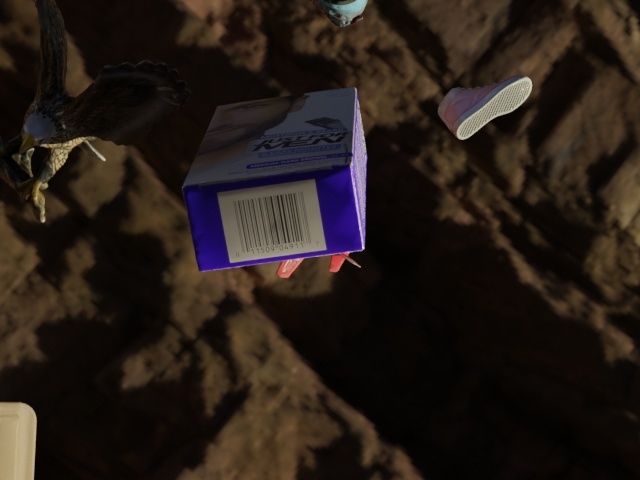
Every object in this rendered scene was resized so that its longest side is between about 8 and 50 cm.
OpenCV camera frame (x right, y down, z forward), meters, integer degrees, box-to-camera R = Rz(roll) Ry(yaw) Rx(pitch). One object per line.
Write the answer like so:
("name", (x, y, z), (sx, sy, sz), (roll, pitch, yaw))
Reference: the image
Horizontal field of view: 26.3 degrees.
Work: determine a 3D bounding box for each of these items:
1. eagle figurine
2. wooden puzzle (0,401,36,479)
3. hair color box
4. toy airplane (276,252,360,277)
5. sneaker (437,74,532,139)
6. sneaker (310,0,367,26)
("eagle figurine", (-0.306, -0.172, 1.643), (0.226, 0.298, 0.225), (18, 31, -35))
("wooden puzzle", (-0.360, 0.286, 1.488), (0.044, 0.221, 0.239), (1, -7, 2))
("hair color box", (-0.043, -0.080, 1.587), (0.339, 0.185, 0.110), (-84, 166, -72))
("toy airplane", (0.000, 0.000, 2.068), (0.151, 0.151, 0.028), (49, 3, -28))
("sneaker", (0.221, -0.197, 1.885), (0.070, 0.134, 0.051), (47, -14, 41))
("sneaker", (-0.025, -0.388, 1.828), (0.262, 0.104, 0.125), (61, -5, 20))
